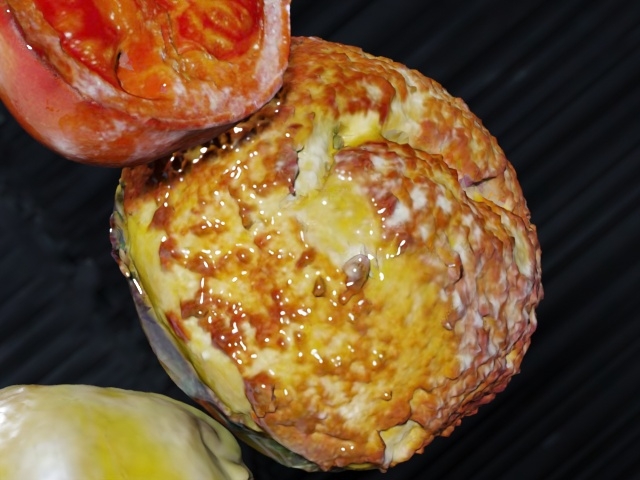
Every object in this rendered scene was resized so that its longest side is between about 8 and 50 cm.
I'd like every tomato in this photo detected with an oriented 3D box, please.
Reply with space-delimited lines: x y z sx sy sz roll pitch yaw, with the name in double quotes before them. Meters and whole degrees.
"tomato" -0.098 -0.093 0.845 0.159 0.091 0.139 -19 77 -47

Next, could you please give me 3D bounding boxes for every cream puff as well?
"cream puff" 0.011 0.002 0.951 0.164 0.240 0.240 -23 -68 42

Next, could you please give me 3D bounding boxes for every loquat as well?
"loquat" -0.098 0.171 0.809 0.179 0.179 0.227 58 25 -70
